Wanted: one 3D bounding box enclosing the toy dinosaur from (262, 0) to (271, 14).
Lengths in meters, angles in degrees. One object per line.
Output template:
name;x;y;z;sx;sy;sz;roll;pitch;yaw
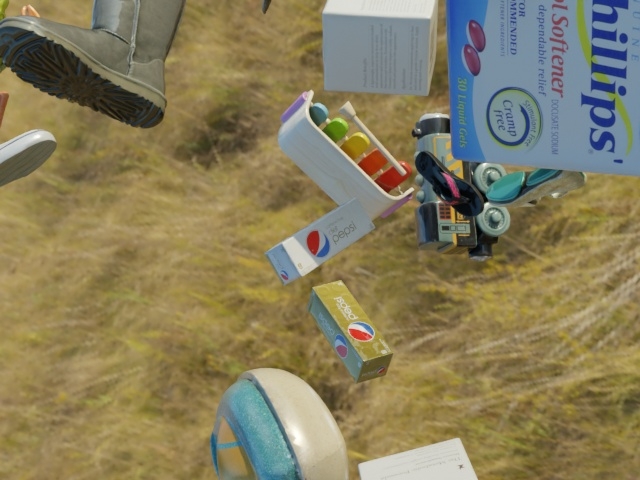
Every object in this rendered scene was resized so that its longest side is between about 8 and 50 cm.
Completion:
toy dinosaur;-0.126;-0.419;1.176;0.121;0.160;0.314;-125;21;-49

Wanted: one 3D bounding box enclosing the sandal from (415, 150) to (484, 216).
sandal;0.242;-0.104;1.943;0.179;0.040;0.067;44;131;24

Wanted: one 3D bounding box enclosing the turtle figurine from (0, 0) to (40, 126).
turtle figurine;-0.364;-0.213;1.024;0.217;0.087;0.270;5;85;27

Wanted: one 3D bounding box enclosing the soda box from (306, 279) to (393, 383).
soda box;0.047;0.151;1.686;0.181;0.061;0.058;53;143;38

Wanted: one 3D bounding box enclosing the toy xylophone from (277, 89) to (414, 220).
toy xylophone;0.062;-0.171;2.061;0.236;0.323;0.081;-26;20;45

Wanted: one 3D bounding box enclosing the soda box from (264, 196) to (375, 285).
soda box;0.000;0.000;1.874;0.216;0.074;0.069;-33;3;-40

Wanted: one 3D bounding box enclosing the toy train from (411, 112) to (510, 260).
toy train;0.293;-0.120;2.146;0.142;0.190;0.334;147;121;-71

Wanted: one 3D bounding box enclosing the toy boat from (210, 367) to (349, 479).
toy boat;-0.041;0.293;1.055;0.267;0.148;0.318;135;117;-72

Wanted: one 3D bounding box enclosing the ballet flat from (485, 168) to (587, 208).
ballet flat;0.292;-0.069;1.360;0.168;0.052;0.057;-20;39;60

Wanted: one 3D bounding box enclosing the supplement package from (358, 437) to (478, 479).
supplement package;0.134;0.352;1.147;0.244;0.139;0.134;-107;2;-75

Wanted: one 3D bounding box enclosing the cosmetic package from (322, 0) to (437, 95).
cosmetic package;0.104;-0.352;1.724;0.151;0.183;0.151;-73;-14;-50

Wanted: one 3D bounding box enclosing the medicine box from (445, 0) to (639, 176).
medicine box;0.309;-0.224;1.183;0.289;0.149;0.264;9;111;37

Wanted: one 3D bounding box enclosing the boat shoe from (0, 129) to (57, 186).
boat shoe;-0.526;-0.123;1.577;0.226;0.083;0.076;-31;73;2

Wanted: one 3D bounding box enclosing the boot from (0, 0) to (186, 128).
boot;-0.214;-0.228;0.982;0.076;0.189;0.208;-22;52;39
